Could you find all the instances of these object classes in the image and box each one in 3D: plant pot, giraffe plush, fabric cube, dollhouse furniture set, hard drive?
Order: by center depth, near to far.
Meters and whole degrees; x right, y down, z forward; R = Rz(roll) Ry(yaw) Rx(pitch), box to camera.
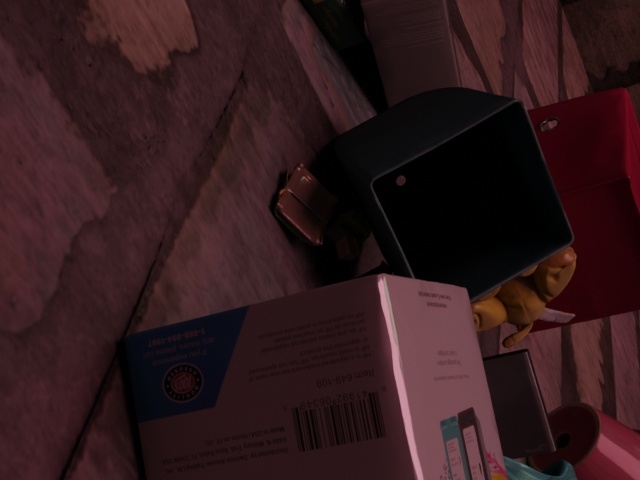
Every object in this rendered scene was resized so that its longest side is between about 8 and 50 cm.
[{"bbox_3d":[0.000,0.000,1.064,0.152,0.059,0.076,43,41,-19],"label":"dollhouse furniture set"},{"bbox_3d":[0.114,-0.060,1.119,0.165,0.166,0.234,64,-7,-23],"label":"plant pot"},{"bbox_3d":[0.240,0.214,1.384,0.022,0.094,0.135,-27,100,-68],"label":"hard drive"},{"bbox_3d":[0.242,0.023,1.458,0.210,0.181,0.170,29,27,-46],"label":"giraffe plush"},{"bbox_3d":[0.410,0.342,1.594,0.180,0.201,0.201,43,35,-25],"label":"plant pot"},{"bbox_3d":[0.401,-0.048,1.721,0.259,0.254,0.258,61,28,-30],"label":"fabric cube"}]

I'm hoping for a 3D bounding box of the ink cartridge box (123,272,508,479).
[{"bbox_3d":[0.014,0.180,0.756,0.197,0.198,0.270,12,66,-66],"label":"ink cartridge box"}]

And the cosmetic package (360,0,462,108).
[{"bbox_3d":[0.113,-0.257,1.320,0.238,0.107,0.127,62,20,-55],"label":"cosmetic package"}]

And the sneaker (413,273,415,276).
[{"bbox_3d":[0.098,0.152,1.130,0.106,0.078,0.234,42,42,-57],"label":"sneaker"}]

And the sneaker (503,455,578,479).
[{"bbox_3d":[0.143,0.254,1.028,0.275,0.107,0.109,9,60,-30],"label":"sneaker"}]

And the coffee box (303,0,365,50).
[{"bbox_3d":[0.013,-0.330,1.278,0.113,0.041,0.184,48,34,-49],"label":"coffee box"}]
